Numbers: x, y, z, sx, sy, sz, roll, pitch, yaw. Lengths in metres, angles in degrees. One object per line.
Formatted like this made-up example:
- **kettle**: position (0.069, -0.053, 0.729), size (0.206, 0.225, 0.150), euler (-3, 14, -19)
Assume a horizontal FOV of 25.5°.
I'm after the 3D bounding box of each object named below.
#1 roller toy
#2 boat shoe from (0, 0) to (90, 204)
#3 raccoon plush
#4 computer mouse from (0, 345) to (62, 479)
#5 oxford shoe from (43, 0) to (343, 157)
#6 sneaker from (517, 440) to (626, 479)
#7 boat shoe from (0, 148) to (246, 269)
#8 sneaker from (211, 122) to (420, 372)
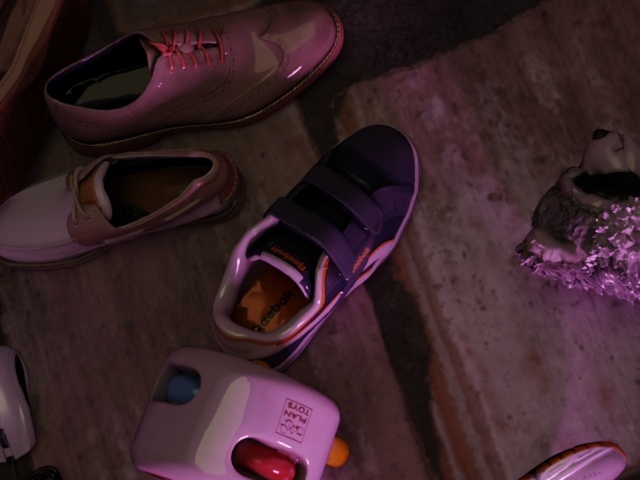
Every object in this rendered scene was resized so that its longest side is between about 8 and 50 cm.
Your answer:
- **roller toy**: position (-0.081, 0.192, 1.434), size (0.209, 0.191, 0.146), euler (17, 77, 13)
- **boat shoe**: position (-0.377, -0.169, 1.599), size (0.123, 0.123, 0.342), euler (11, 61, 14)
- **raccoon plush**: position (0.380, 0.091, 1.395), size (0.299, 0.216, 0.446), euler (-19, 73, 12)
- **computer mouse**: position (-0.352, 0.206, 1.552), size (0.106, 0.042, 0.193), euler (-18, 73, 5)
- **oxford shoe**: position (-0.141, -0.191, 1.583), size (0.348, 0.130, 0.123), euler (-23, 72, 2)
- **sneaker**: position (0.211, 0.306, 1.417), size (0.262, 0.099, 0.121), euler (-38, 80, 5)
- **boat shoe**: position (-0.239, -0.048, 1.573), size (0.302, 0.103, 0.113), euler (-16, 72, 5)
- **sneaker**: position (0.000, 0.000, 1.513), size (0.126, 0.127, 0.321), euler (30, 80, 17)
